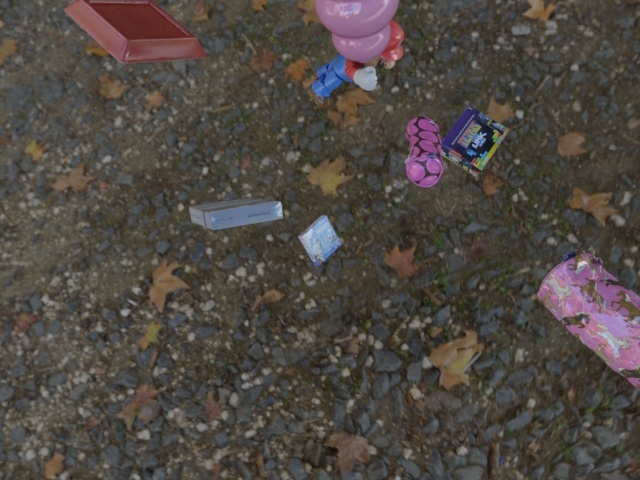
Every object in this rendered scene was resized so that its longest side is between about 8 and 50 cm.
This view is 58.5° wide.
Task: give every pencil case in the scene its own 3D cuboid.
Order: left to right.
[{"bbox_3d":[0.250,-0.226,1.401,0.098,0.095,0.209,23,37,-11],"label":"pencil case"},{"bbox_3d":[0.683,0.193,1.296,0.160,0.167,0.386,-11,48,-39],"label":"pencil case"}]

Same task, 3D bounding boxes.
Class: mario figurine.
[{"bbox_3d":[0.114,-0.466,1.545,0.321,0.170,0.198,-26,74,50],"label":"mario figurine"}]

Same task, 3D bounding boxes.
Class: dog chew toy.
[{"bbox_3d":[0.073,-0.517,1.175,0.207,0.331,0.206,-6,51,8],"label":"dog chew toy"}]

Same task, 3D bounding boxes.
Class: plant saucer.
[{"bbox_3d":[-0.456,-0.537,1.433,0.258,0.047,0.259,43,39,21],"label":"plant saucer"}]

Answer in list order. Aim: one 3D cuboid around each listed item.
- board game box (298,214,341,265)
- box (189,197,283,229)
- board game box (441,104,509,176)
[{"bbox_3d":[0.000,0.000,1.388,0.090,0.090,0.020,-44,27,-29],"label":"board game box"},{"bbox_3d":[-0.178,-0.058,1.175,0.145,0.038,0.186,-11,12,-24],"label":"box"},{"bbox_3d":[0.440,-0.288,1.648,0.141,0.048,0.170,34,70,8],"label":"board game box"}]
